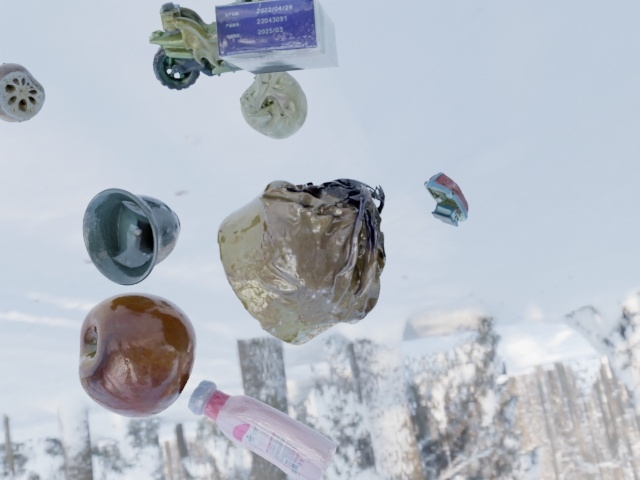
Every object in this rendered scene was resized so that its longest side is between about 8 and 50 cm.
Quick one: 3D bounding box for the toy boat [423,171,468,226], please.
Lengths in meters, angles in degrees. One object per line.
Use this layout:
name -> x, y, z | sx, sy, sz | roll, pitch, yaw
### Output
toy boat -> 0.255, -0.082, 1.524 | 0.069, 0.059, 0.173 | 22, 165, 35

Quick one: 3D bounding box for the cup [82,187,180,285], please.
cup -> -0.366, -0.019, 1.539 | 0.199, 0.199, 0.150 | -18, -178, 31

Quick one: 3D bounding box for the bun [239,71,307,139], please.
bun -> -0.152, -0.417, 2.256 | 0.237, 0.210, 0.116 | 12, -173, 28

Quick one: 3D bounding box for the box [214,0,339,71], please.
box -> -0.081, -0.422, 1.556 | 0.200, 0.106, 0.299 | -3, -174, 9

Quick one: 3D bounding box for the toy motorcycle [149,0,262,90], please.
toy motorcycle -> -0.249, -0.537, 1.933 | 0.410, 0.237, 0.169 | -16, -150, -5

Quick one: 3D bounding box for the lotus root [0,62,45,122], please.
lotus root -> -0.638, -0.303, 1.548 | 0.081, 0.112, 0.122 | 28, 160, 46

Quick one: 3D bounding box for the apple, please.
apple -> -0.379, 0.227, 1.510 | 0.253, 0.254, 0.253 | -9, 166, -2

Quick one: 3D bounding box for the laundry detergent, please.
laundry detergent -> -0.132, 0.415, 1.629 | 0.335, 0.088, 0.159 | 26, 131, 11

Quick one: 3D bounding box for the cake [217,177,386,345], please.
cake -> 0.005, 0.004, 1.466 | 0.321, 0.332, 0.332 | -31, 158, 23
